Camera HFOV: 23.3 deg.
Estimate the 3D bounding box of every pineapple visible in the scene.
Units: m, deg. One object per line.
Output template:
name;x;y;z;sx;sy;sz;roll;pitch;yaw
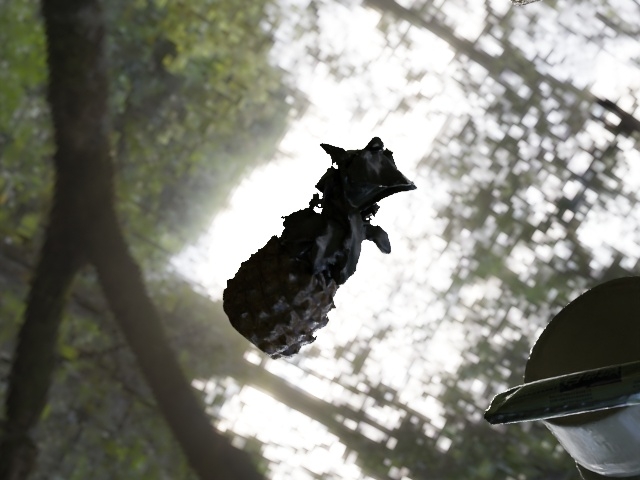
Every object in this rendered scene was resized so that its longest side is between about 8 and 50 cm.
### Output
pineapple;0.000;0.000;1.481;0.237;0.119;0.111;-52;168;24

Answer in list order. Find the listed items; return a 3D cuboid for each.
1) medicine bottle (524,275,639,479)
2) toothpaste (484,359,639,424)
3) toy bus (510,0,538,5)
medicine bottle;0.394;0.224;1.662;0.211;0.371;0.211;-30;-148;21
toothpaste;0.258;0.126;1.350;0.233;0.038;0.060;-12;-164;18
toy bus;0.252;-0.325;1.678;0.114;0.098;0.201;-54;-164;-11
